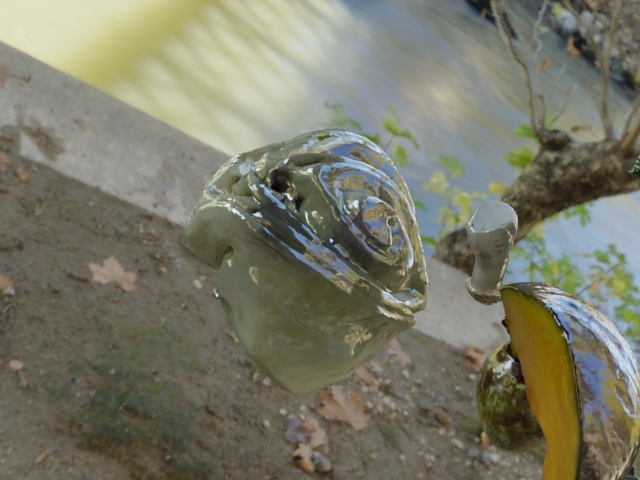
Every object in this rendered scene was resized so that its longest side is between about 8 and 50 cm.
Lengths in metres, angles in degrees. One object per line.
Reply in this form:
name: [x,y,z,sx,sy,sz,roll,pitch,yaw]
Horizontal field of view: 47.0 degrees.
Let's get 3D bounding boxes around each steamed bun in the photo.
steamed bun: [0.000,0.000,1.007,0.352,0.247,0.339,-34,80,-31]

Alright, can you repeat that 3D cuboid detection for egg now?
egg: [0.493,0.375,1.791,0.238,0.289,0.238,27,1,-1]

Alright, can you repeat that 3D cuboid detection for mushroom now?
mushroom: [0.303,0.026,1.314,0.081,0.223,0.092,14,51,19]

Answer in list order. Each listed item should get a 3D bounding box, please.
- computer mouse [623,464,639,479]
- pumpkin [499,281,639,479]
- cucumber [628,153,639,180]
computer mouse: [0.681,0.554,1.827,0.231,0.126,0.071,29,75,11]
pumpkin: [0.322,0.172,0.841,0.169,0.148,0.312,3,66,-11]
cucumber: [0.469,-0.063,0.911,0.058,0.058,0.187,15,20,-36]
